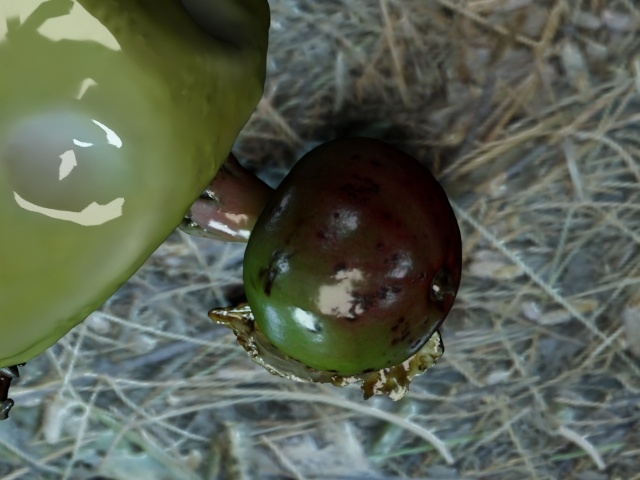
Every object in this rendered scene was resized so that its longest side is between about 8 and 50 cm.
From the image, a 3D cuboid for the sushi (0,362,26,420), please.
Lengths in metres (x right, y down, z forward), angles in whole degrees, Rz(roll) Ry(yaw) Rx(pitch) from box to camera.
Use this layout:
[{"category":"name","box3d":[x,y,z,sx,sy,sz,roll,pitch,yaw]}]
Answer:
[{"category":"sushi","box3d":[-0.220,0.068,1.131,0.098,0.084,0.094,-31,118,14]}]

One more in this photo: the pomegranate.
[{"category":"pomegranate","box3d":[0.006,-0.004,1.082,0.129,0.159,0.129,-31,152,-18]}]

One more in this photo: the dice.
[{"category":"dice","box3d":[-0.179,-0.096,0.936,0.238,0.227,0.233,38,114,-23]}]

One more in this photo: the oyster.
[{"category":"oyster","box3d":[0.008,0.048,1.159,0.132,0.029,0.086,27,113,-16]}]
